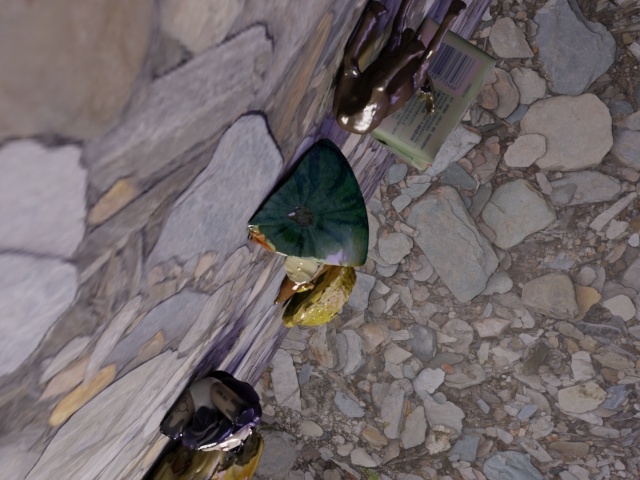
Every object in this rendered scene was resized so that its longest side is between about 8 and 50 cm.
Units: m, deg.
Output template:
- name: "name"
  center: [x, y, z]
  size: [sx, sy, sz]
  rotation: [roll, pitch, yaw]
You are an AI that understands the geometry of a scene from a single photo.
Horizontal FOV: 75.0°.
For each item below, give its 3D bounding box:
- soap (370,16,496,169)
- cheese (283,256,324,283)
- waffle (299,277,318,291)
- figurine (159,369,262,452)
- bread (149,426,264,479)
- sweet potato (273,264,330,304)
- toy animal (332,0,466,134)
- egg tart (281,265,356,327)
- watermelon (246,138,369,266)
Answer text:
- name: "soap"
  center: [0.187, -0.243, 0.741]
  size: [0.200, 0.138, 0.182]
  rotation: [-59, 176, 10]
- name: "cheese"
  center: [0.011, -0.017, 0.817]
  size: [0.163, 0.070, 0.249]
  rotation: [-60, 174, 37]
- name: "waffle"
  center: [0.014, 0.027, 1.181]
  size: [0.281, 0.060, 0.262]
  rotation: [-57, 175, 1]
- name: "figurine"
  center: [-0.177, 0.292, 0.718]
  size: [0.145, 0.145, 0.222]
  rotation: [-55, 164, -21]
- name: "bread"
  center: [-0.247, 0.516, 0.961]
  size: [0.314, 0.191, 0.370]
  rotation: [-53, 172, -34]
- name: "sweet potato"
  center: [-0.047, 0.076, 0.948]
  size: [0.226, 0.068, 0.068]
  rotation: [-39, -175, 32]
- name: "toy animal"
  center: [0.079, -0.180, 0.459]
  size: [0.214, 0.093, 0.186]
  rotation: [-46, 165, -31]
- name: "egg tart"
  center: [0.018, 0.162, 1.365]
  size: [0.345, 0.132, 0.345]
  rotation: [-53, -175, 6]
- name: "watermelon"
  center: [0.010, -0.052, 0.520]
  size: [0.231, 0.128, 0.146]
  rotation: [-11, 116, -80]
